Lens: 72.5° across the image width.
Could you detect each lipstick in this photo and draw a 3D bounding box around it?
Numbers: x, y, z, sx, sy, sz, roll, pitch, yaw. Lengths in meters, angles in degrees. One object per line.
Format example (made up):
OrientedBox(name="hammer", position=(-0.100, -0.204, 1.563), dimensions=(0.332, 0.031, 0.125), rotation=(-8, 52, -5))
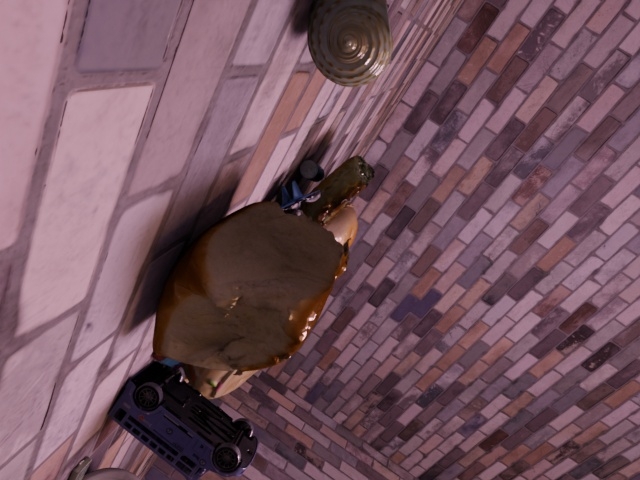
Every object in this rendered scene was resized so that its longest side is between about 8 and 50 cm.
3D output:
OrientedBox(name="lipstick", position=(-0.020, -0.183, 1.159), dimensions=(0.048, 0.048, 0.158), rotation=(-56, 177, 7))

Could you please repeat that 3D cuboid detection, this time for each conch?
OrientedBox(name="conch", position=(0.036, -0.264, 0.534), dimensions=(0.153, 0.103, 0.135), rotation=(-108, -149, -50))

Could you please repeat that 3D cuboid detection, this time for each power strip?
OrientedBox(name="power strip", position=(-0.517, 0.499, 0.930), dimensions=(0.090, 0.016, 0.040), rotation=(-57, 178, 25))

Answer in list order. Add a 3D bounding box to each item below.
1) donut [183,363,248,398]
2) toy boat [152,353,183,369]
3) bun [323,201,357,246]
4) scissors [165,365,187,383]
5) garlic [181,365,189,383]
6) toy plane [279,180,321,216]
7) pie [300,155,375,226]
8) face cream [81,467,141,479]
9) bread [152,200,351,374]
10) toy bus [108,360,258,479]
OrientedBox(name="donut", position=(-0.215, 0.270, 1.129), dimensions=(0.307, 0.150, 0.371), rotation=(-42, 166, -18))
OrientedBox(name="toy boat", position=(-0.191, 0.122, 0.922), dimensions=(0.392, 0.079, 0.136), rotation=(-43, 179, 6))
OrientedBox(name="bun", position=(0.000, 0.000, 1.391), dimensions=(0.299, 0.164, 0.299), rotation=(-32, -160, 13))
OrientedBox(name="scissors", position=(-0.343, 0.331, 1.045), dimensions=(0.020, 0.133, 0.187), rotation=(-29, -179, -29))
OrientedBox(name="garlic", position=(-0.370, 0.368, 1.217), dimensions=(0.174, 0.099, 0.123), rotation=(75, 35, -86))
OrientedBox(name="toy plane", position=(-0.101, -0.050, 0.970), dimensions=(0.169, 0.078, 0.246), rotation=(-20, -160, 41))
OrientedBox(name="pie", position=(0.010, -0.111, 1.193), dimensions=(0.288, 0.102, 0.354), rotation=(-34, -171, 25))
OrientedBox(name="face cream", position=(-0.504, 0.650, 1.010), dimensions=(0.201, 0.201, 0.187), rotation=(-54, 177, -42))
OrientedBox(name="bread", position=(-0.119, 0.085, 0.690), dimensions=(0.279, 0.225, 0.250), rotation=(-53, -178, 36))
OrientedBox(name="toy bus", position=(-0.277, 0.388, 0.904), dimensions=(0.133, 0.292, 0.125), rotation=(-53, 178, 7))
